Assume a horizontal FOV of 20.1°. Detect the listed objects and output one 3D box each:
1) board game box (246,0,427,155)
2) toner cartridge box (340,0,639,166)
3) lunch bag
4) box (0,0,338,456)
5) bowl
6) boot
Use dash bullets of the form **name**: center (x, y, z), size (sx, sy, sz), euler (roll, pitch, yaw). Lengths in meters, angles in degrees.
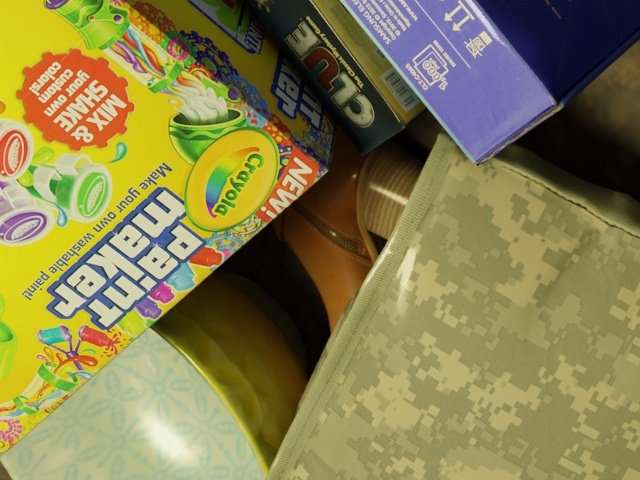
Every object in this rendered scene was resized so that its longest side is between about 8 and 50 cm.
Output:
- **board game box**: center (0.007, -0.186, 0.977), size (0.243, 0.165, 0.042), euler (54, 139, -3)
- **toner cartridge box**: center (0.034, -0.222, 0.926), size (0.348, 0.165, 0.075), euler (51, 139, -1)
- **lunch bag**: center (0.121, 0.088, 1.050), size (0.235, 0.169, 0.287), euler (29, 118, 4)
- **box**: center (-0.183, -0.083, 1.004), size (0.279, 0.177, 0.290), euler (38, 120, -19)
- **bowl**: center (-0.099, 0.110, 1.301), size (0.289, 0.156, 0.289), euler (23, 132, 28)
- **boot**: center (0.000, 0.000, 1.199), size (0.152, 0.073, 0.197), euler (30, 124, 20)
